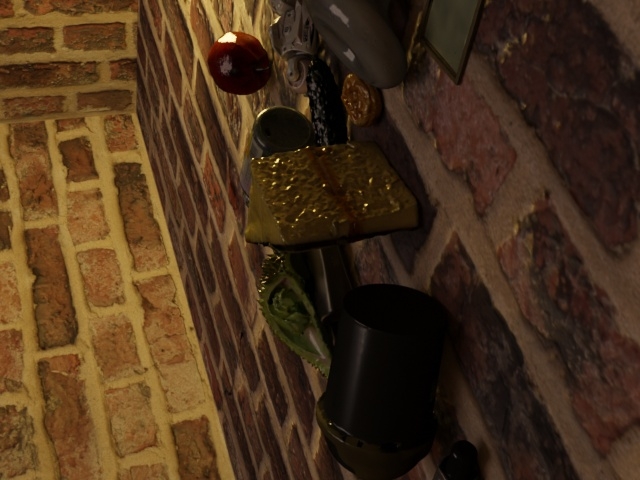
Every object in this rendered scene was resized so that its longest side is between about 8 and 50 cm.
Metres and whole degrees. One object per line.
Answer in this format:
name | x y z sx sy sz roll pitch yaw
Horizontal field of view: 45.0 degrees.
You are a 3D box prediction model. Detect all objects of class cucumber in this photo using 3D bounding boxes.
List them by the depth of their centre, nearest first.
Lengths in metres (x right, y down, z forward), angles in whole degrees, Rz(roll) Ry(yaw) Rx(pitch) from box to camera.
cucumber | 0.020 -0.228 1.553 0.072 0.072 0.300 164 97 -70

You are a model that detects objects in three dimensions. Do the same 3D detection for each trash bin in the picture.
trash bin | 0.102 0.259 1.327 0.214 0.214 0.333 -132 41 -56

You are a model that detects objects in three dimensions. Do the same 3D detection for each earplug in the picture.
earplug | 0.068 -0.398 1.239 0.214 0.175 0.325 45 149 52

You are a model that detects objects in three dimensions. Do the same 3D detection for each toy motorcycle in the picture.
toy motorcycle | -0.046 -0.434 1.630 0.112 0.112 0.254 133 127 -65

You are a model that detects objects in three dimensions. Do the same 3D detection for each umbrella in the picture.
umbrella | 0.209 0.454 1.313 0.067 0.073 0.337 30 133 25

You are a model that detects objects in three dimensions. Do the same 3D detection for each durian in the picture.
durian | -0.039 0.134 1.708 0.169 0.157 0.355 26 146 48

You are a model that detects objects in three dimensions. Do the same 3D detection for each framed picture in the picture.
framed picture | 0.194 -0.347 1.119 0.201 0.010 0.136 100 152 -43

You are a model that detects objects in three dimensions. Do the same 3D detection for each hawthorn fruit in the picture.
hawthorn fruit | -0.191 -0.442 1.941 0.194 0.157 0.157 22 121 46

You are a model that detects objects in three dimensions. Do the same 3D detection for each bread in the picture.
bread | 0.016 -0.029 1.374 0.236 0.263 0.198 -125 30 -49
bread | 0.077 -0.262 1.422 0.083 0.044 0.110 112 143 -48

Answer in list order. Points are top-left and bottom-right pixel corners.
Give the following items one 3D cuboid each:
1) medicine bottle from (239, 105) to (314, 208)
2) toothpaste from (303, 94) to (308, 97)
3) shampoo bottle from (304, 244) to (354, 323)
medicine bottle | -0.113 -0.176 1.825 0.293 0.141 0.141 115 142 -57
toothpaste | -0.051 -0.414 1.715 0.064 0.041 0.218 -38 59 52
shampoo bottle | 0.000 0.000 1.679 0.125 0.084 0.350 117 141 -68
